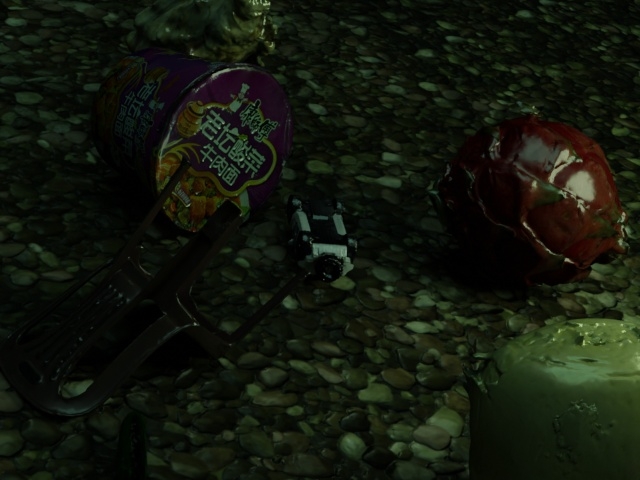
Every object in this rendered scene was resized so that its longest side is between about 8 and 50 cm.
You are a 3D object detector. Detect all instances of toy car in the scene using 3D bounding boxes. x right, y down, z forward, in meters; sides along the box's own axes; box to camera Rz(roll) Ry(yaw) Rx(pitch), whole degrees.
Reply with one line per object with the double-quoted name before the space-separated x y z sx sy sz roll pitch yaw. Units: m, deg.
"toy car" 0.000 0.000 1.761 0.080 0.070 0.170 4 30 -13

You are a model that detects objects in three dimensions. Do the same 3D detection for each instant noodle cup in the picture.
"instant noodle cup" -0.193 -0.156 1.804 0.251 0.251 0.190 -18 33 -40

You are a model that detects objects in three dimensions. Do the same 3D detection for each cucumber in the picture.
"cucumber" -0.199 0.246 1.333 0.036 0.033 0.184 25 29 -19

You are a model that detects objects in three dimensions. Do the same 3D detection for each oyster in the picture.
"oyster" -0.200 -0.282 1.946 0.201 0.354 0.107 36 52 -11

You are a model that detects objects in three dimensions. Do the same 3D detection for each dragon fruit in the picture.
"dragon fruit" 0.302 -0.053 1.789 0.299 0.244 0.244 21 26 -26

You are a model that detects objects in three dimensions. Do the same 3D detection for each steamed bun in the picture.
"steamed bun" 0.293 0.209 1.374 0.273 0.232 0.166 0 27 -17

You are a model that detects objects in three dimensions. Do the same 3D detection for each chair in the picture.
"chair" -0.200 0.085 1.518 0.326 0.183 0.175 -47 52 -3
